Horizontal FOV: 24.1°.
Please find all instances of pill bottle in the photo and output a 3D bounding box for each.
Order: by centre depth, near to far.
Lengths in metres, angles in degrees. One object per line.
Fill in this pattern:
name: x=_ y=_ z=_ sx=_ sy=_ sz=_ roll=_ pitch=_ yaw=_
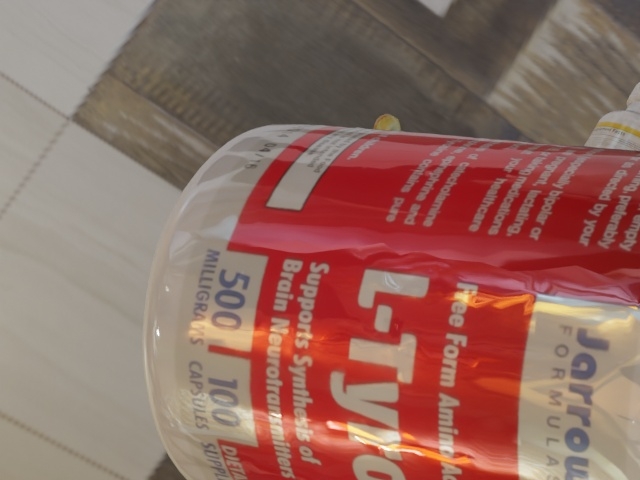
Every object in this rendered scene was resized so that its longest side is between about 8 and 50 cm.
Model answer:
pill bottle: x=0.128 y=0.063 z=0.792 sx=0.229 sy=0.407 sz=0.229 roll=-18 pitch=111 yaw=-57
pill bottle: x=0.309 y=-0.066 z=1.523 sx=0.103 sy=0.103 sz=0.184 roll=37 pitch=79 yaw=-25

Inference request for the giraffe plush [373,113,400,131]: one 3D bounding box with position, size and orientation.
giraffe plush: x=0.000 y=0.000 z=1.114 sx=0.210 sy=0.181 sz=0.170 roll=-5 pitch=141 yaw=-16
